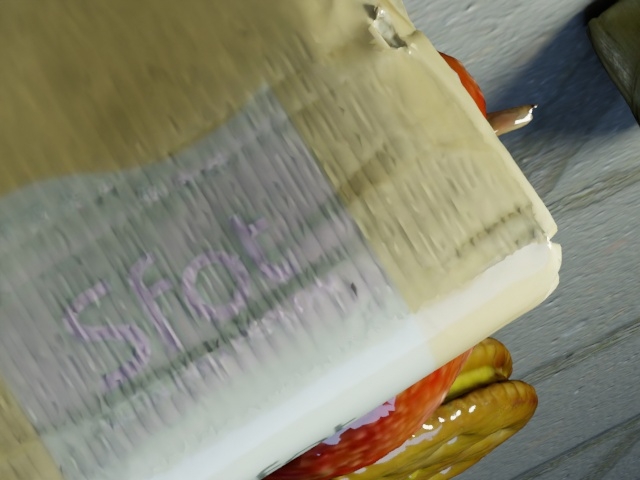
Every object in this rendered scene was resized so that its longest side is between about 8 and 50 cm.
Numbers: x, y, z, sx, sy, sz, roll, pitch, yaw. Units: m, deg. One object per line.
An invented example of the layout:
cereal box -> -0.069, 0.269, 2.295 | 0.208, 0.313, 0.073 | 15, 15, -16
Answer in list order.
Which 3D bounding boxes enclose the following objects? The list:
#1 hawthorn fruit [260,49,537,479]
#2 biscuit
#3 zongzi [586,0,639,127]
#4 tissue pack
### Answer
hawthorn fruit -> -0.013, 0.006, 0.725 | 0.173, 0.173, 0.179 | -48, 180, 41
biscuit -> 0.050, 0.145, 1.354 | 0.220, 0.066, 0.220 | -27, 162, -10
zongzi -> 0.254, -0.025, 0.951 | 0.112, 0.242, 0.221 | -42, 157, 12
tissue pack -> -0.062, -0.006, 0.586 | 0.222, 0.186, 0.090 | -30, 175, -5
